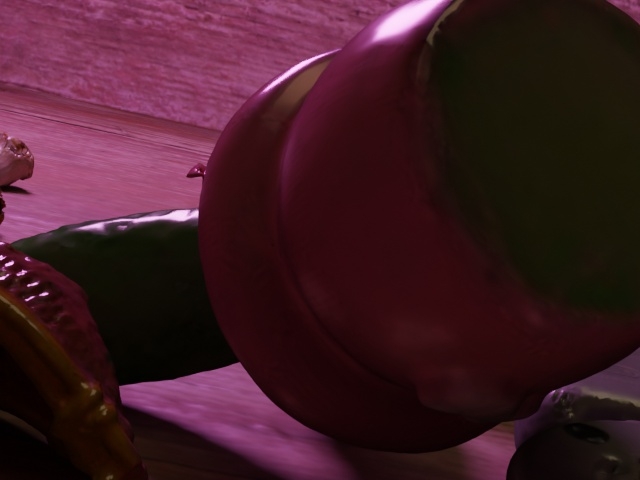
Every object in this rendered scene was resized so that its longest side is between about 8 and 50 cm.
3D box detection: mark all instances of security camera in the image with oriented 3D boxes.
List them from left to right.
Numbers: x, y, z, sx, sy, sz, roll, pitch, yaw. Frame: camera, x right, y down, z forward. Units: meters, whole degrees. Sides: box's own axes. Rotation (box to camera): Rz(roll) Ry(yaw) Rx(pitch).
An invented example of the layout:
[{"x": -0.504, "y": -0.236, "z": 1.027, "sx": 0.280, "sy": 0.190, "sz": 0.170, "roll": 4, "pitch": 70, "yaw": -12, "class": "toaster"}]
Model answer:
[{"x": 0.171, "y": 0.125, "z": 0.750, "sx": 0.157, "sy": 0.080, "sz": 0.301, "roll": 14, "pitch": 18, "yaw": 5, "class": "security camera"}]

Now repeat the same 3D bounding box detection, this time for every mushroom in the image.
[{"x": -0.367, "y": -0.079, "z": 1.458, "sx": 0.059, "sy": 0.054, "sz": 0.202, "roll": 18, "pitch": 14, "yaw": 29, "class": "mushroom"}]

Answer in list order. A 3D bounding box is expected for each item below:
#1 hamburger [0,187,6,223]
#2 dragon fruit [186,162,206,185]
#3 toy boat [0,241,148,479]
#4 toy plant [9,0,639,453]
[{"x": -0.308, "y": -0.034, "z": 1.227, "sx": 0.083, "sy": 0.044, "sz": 0.076, "roll": 11, "pitch": 9, "yaw": 6, "class": "hamburger"}, {"x": 0.087, "y": -0.030, "z": 1.179, "sx": 0.371, "sy": 0.249, "sz": 0.386, "roll": 12, "pitch": 8, "yaw": -44, "class": "dragon fruit"}, {"x": -0.209, "y": 0.039, "z": 0.693, "sx": 0.318, "sy": 0.099, "sz": 0.141, "roll": 16, "pitch": -33, "yaw": 22, "class": "toy boat"}, {"x": 0.003, "y": 0.003, "z": 0.740, "sx": 0.317, "sy": 0.210, "sz": 0.356, "roll": 7, "pitch": -13, "yaw": -30, "class": "toy plant"}]
